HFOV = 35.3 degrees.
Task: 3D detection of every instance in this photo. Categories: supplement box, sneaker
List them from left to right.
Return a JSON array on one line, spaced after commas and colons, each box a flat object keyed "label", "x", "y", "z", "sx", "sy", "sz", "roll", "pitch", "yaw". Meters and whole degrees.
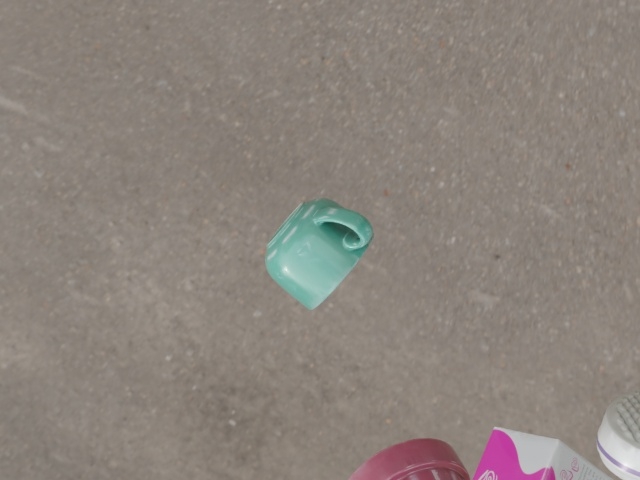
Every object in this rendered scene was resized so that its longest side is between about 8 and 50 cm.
[{"label": "supplement box", "x": 0.300, "y": 0.334, "z": 1.255, "sx": 0.220, "sy": 0.111, "sz": 0.114, "roll": 39, "pitch": 159, "yaw": -31}, {"label": "sneaker", "x": 0.303, "y": 0.212, "z": 0.831, "sx": 0.102, "sy": 0.282, "sz": 0.161, "roll": 35, "pitch": 109, "yaw": 44}]

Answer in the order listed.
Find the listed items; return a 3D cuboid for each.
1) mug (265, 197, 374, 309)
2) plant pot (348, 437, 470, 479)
[{"label": "mug", "x": -0.001, "y": 0.000, "z": 1.279, "sx": 0.097, "sy": 0.129, "sz": 0.158, "roll": 40, "pitch": 112, "yaw": -4}, {"label": "plant pot", "x": 0.156, "y": 0.431, "z": 1.515, "sx": 0.201, "sy": 0.180, "sz": 0.201, "roll": -14, "pitch": 132, "yaw": -16}]
